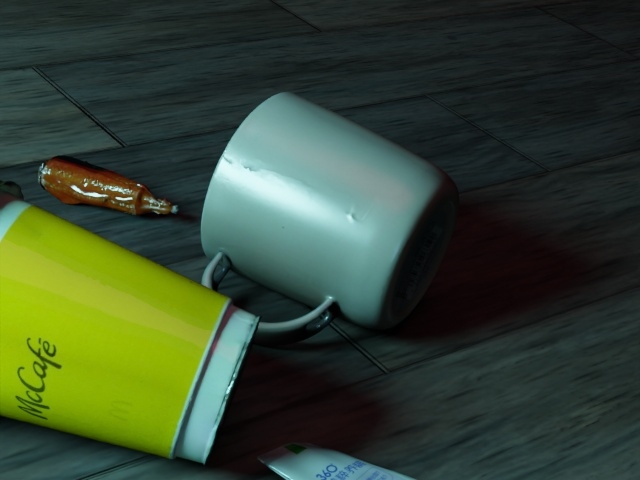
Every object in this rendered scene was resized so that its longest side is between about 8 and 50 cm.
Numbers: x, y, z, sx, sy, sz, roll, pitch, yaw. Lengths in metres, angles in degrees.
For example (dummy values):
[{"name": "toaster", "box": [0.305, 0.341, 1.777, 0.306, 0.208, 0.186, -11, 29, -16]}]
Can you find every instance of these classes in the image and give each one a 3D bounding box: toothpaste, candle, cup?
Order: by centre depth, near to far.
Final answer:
[{"name": "toothpaste", "box": [0.087, 0.229, 0.930, 0.301, 0.048, 0.075, 27, 44, 30]}, {"name": "cup", "box": [-0.200, 0.076, 0.978, 0.280, 0.196, 0.196, 21, 30, 0]}, {"name": "cup", "box": [0.000, 0.000, 1.187, 0.200, 0.191, 0.253, 27, 63, 20]}, {"name": "candle", "box": [-0.231, -0.050, 1.322, 0.162, 0.048, 0.053, 17, 60, 13]}]
